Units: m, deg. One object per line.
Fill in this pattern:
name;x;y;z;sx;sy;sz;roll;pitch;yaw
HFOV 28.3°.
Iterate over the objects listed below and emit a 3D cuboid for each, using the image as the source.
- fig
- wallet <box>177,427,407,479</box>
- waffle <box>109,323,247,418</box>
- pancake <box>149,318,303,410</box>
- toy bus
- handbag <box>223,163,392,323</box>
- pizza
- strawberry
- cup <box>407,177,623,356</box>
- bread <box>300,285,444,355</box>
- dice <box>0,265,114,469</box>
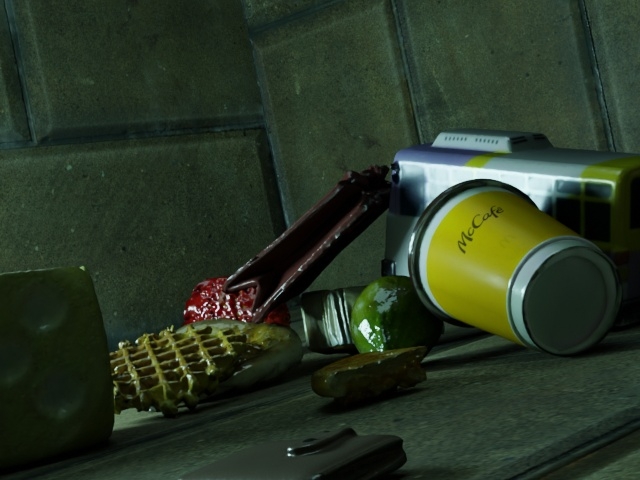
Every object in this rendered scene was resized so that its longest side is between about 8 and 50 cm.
fig;0.097;0.114;1.640;0.123;0.123;0.156;-11;11;3
wallet;-0.022;0.168;0.933;0.153;0.038;0.118;-14;0;42
waffle;-0.216;0.175;1.736;0.229;0.051;0.231;-1;19;35
pancake;-0.163;0.178;1.862;0.282;0.049;0.282;-11;16;3
toy bus;0.299;-0.027;1.794;0.209;0.249;0.440;-10;13;-40
handbag;-0.001;-0.001;1.960;0.275;0.084;0.260;-44;-7;21
pizza;0.055;0.153;1.412;0.134;0.046;0.175;-13;-1;20
strawberry;-0.135;0.142;2.301;0.201;0.187;0.184;11;51;48
cup;0.233;0.037;1.532;0.196;0.196;0.280;-11;17;-17
bread;0.077;0.125;1.984;0.192;0.109;0.210;-5;-3;-21
dice;-0.380;0.150;1.509;0.233;0.226;0.238;-11;0;-19
